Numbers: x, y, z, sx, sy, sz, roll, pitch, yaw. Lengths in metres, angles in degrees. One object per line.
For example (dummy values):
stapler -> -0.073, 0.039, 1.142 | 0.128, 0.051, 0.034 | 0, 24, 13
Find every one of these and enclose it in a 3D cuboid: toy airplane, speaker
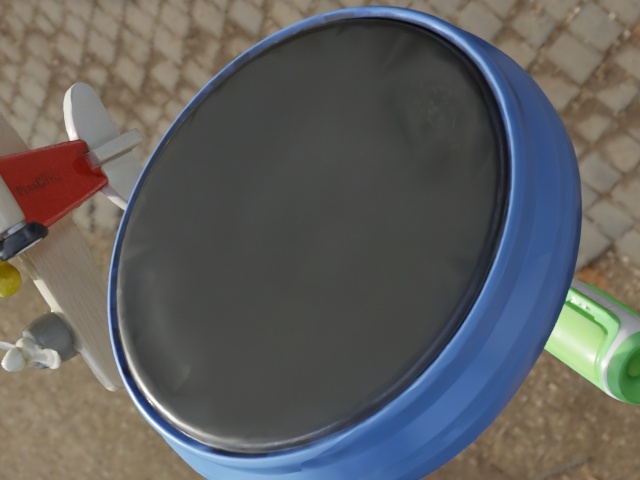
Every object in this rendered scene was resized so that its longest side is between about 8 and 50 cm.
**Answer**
toy airplane -> -0.374, -0.036, 1.630 | 0.272, 0.386, 0.384 | -32, 138, 26
speaker -> 0.433, 0.150, 2.176 | 0.131, 0.131, 0.296 | 63, 168, -28

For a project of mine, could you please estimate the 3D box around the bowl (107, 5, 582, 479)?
bowl -> 0.000, 0.000, 1.022 | 0.391, 0.391, 0.077 | 8, 162, 40
